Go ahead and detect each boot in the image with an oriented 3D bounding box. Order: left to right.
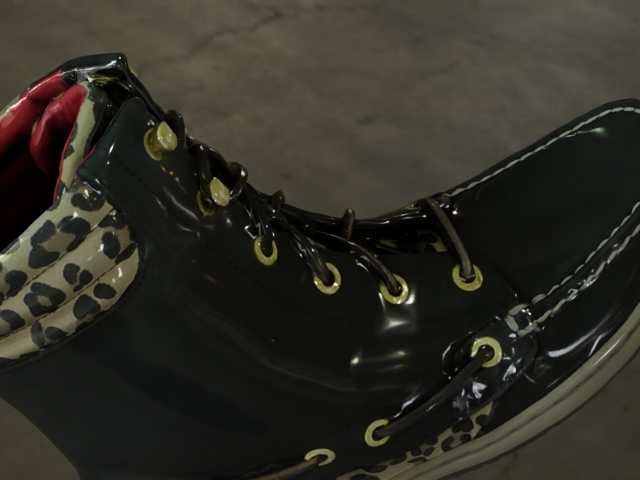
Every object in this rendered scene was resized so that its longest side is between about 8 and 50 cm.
[{"bbox_3d":[0.000,0.002,0.491,0.178,0.236,0.085,49,4,-38],"label":"boot"}]
